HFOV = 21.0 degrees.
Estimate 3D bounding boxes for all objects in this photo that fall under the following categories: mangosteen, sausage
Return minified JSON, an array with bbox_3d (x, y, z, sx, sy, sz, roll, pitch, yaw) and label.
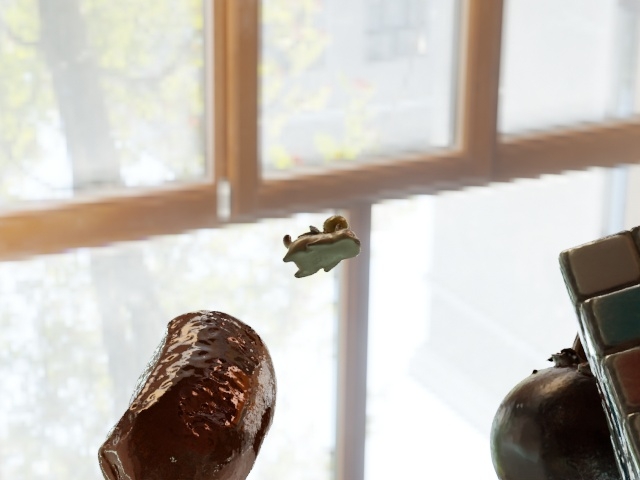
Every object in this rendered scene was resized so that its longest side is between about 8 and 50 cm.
[{"bbox_3d":[0.311,0.205,2.029,0.235,0.262,0.235,1,173,0],"label":"mangosteen"},{"bbox_3d":[-0.105,0.151,1.481,0.133,0.133,0.258,4,-156,9],"label":"sausage"}]

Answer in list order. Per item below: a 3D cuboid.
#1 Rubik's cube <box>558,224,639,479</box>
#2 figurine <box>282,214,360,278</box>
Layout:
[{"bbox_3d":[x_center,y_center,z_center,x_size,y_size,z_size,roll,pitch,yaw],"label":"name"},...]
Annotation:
[{"bbox_3d":[0.365,0.133,1.427,0.259,0.256,0.253,-17,-133,4],"label":"Rubik's cube"},{"bbox_3d":[0.000,0.000,1.750,0.083,0.047,0.051,-18,-129,12],"label":"figurine"}]
